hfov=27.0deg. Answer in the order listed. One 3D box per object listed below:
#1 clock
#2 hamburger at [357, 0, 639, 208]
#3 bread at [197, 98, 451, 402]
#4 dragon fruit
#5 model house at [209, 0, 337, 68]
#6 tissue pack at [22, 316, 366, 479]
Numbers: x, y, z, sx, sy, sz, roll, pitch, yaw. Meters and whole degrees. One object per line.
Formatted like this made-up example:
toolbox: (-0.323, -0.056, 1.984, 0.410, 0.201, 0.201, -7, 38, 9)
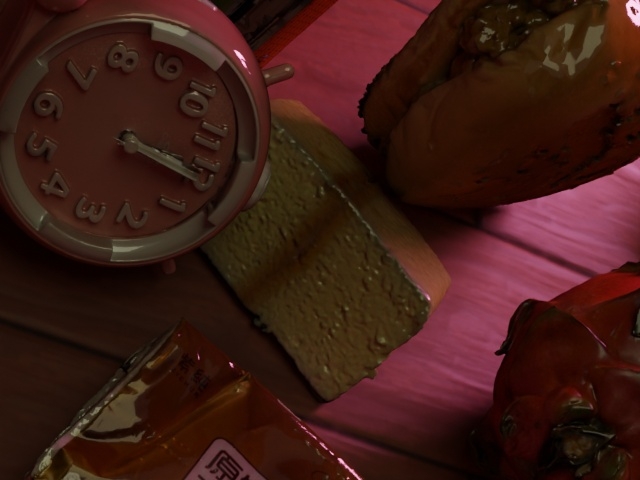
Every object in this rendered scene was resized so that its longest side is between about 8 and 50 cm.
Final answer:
clock: (-0.149, -0.094, 1.022, 0.241, 0.227, 0.142, 25, 18, -21)
hamburger: (0.192, -0.138, 1.196, 0.305, 0.284, 0.174, -5, 65, -40)
bread: (0.000, 0.000, 1.168, 0.240, 0.135, 0.178, 50, 16, 4)
dragon fruit: (0.245, 0.137, 1.117, 0.224, 0.224, 0.227, 40, 54, -5)
model house: (-0.019, -0.240, 1.153, 0.154, 0.294, 0.207, 39, 16, -40)
tissue pack: (-0.084, 0.192, 0.963, 0.226, 0.092, 0.183, 44, 49, -4)
